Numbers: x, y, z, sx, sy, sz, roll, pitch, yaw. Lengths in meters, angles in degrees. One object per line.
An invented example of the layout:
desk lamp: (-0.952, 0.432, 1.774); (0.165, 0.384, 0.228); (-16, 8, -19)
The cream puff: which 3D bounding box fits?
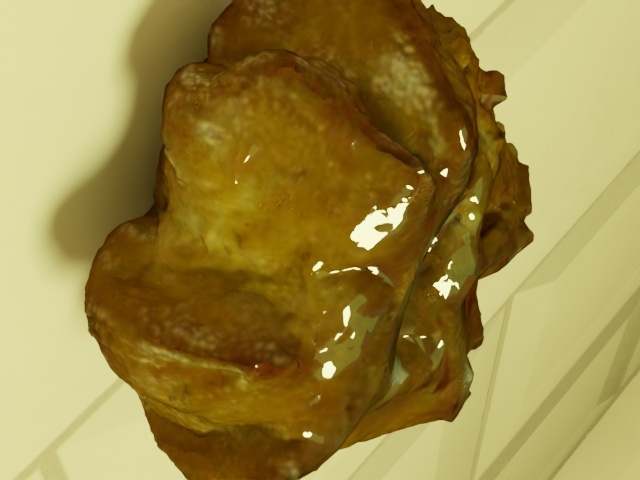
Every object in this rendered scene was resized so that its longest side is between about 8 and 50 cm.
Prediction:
cream puff: (0.000, 0.000, 0.632); (0.241, 0.154, 0.269); (-62, 152, 4)
